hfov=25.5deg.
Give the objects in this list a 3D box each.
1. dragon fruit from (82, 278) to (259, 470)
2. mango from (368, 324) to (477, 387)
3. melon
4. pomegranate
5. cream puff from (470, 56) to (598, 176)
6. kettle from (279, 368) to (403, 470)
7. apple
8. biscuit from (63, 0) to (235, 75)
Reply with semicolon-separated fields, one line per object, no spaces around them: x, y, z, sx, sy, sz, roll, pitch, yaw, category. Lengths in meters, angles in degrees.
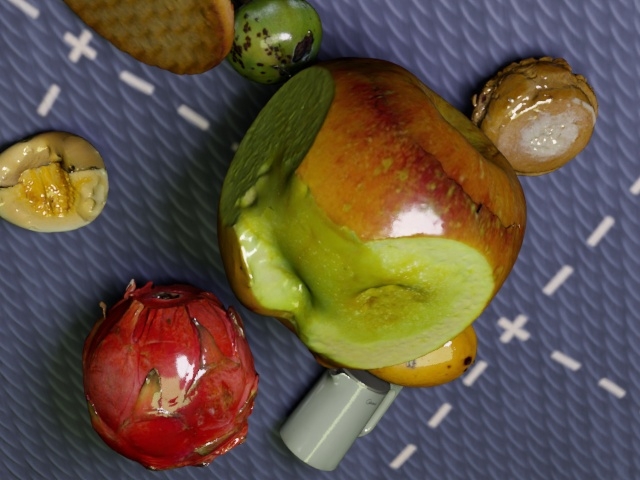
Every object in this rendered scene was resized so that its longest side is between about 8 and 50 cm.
-0.196;0.179;1.847;0.241;0.241;0.252;10;129;-10;dragon fruit
0.125;0.145;1.933;0.178;0.090;0.115;-3;106;0;mango
-0.342;-0.072;1.789;0.160;0.079;0.128;-13;136;0;melon
-0.065;-0.260;1.702;0.122;0.122;0.161;-24;79;7;pomegranate
0.265;-0.160;1.772;0.165;0.115;0.150;5;124;-18;cream puff
0.033;0.241;1.972;0.126;0.098;0.148;31;107;-14;kettle
0.045;-0.022;1.652;0.374;0.384;0.374;2;99;12;apple
-0.222;-0.309;1.571;0.040;0.318;0.318;-50;117;-23;biscuit
